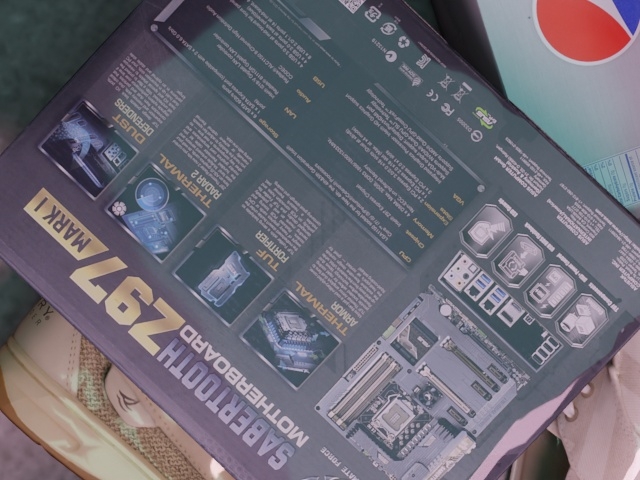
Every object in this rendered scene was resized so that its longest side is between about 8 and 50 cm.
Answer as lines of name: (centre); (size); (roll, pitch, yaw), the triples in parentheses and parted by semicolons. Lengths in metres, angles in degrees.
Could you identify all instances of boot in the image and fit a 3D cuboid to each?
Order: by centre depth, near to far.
boot: (0.012, 0.060, 0.875); (0.262, 0.095, 0.203); (37, 91, -3)

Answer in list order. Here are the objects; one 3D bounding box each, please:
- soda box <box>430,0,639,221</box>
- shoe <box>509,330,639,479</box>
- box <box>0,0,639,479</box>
soda box: (0.087, -0.147, 0.856); (0.091, 0.098, 0.286); (-19, 99, -6)
shoe: (0.116, 0.108, 0.901); (0.058, 0.076, 0.219); (8, 98, -13)
box: (0.000, 0.000, 0.794); (0.232, 0.059, 0.183); (42, 92, 1)
